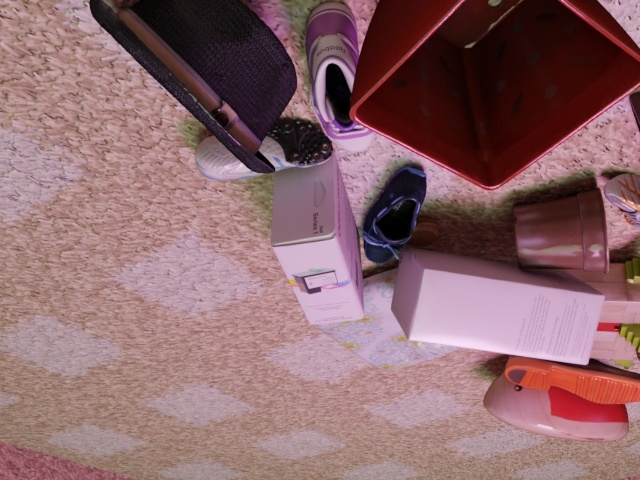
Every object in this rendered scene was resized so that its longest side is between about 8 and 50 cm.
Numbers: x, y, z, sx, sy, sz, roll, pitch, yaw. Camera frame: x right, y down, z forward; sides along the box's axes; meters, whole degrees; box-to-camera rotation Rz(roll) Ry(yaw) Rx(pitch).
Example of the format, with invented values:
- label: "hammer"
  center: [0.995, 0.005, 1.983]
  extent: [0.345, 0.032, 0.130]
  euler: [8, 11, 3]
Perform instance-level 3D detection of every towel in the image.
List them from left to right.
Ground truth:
- label: "towel"
  center: [0.188, 0.194, 1.672]
  extent: [0.320, 0.090, 0.374]
  euler: [-23, 139, 25]

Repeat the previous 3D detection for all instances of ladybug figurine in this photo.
- label: "ladybug figurine"
  center: [0.669, 0.443, 1.931]
  extent: [0.448, 0.162, 0.305]
  euler: [11, -177, -23]

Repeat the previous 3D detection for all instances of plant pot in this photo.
- label: "plant pot"
  center: [0.212, -0.269, 0.903]
  extent: [0.267, 0.236, 0.267]
  euler: [22, 138, -29]
- label: "plant pot"
  center: [0.465, -0.011, 1.353]
  extent: [0.165, 0.167, 0.167]
  euler: [-6, 145, 18]

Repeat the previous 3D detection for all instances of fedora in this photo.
- label: "fedora"
  center: [-0.146, -0.248, 0.950]
  extent: [0.152, 0.334, 0.334]
  euler: [-46, 135, 0]

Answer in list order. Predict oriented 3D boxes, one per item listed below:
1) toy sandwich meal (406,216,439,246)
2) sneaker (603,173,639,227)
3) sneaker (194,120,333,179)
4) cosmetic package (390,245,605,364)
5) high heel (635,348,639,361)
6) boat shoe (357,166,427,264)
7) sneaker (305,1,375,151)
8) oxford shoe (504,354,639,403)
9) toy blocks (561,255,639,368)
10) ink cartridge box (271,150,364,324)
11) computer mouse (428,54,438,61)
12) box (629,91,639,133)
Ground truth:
- label: "toy sandwich meal"
  center: [0.206, -0.017, 1.432]
  extent: [0.085, 0.029, 0.086]
  euler: [-1, 147, 0]
- label: "sneaker"
  center: [0.622, -0.063, 1.347]
  extent: [0.214, 0.084, 0.083]
  euler: [17, 145, -26]
- label: "sneaker"
  center: [-0.097, -0.151, 1.194]
  extent: [0.237, 0.085, 0.086]
  euler: [-6, 171, -1]
- label: "cosmetic package"
  center: [0.343, 0.124, 1.392]
  extent: [0.365, 0.197, 0.155]
  euler: [8, 102, -5]
- label: "high heel"
  center: [0.858, 0.205, 1.647]
  extent: [0.261, 0.093, 0.186]
  euler: [-26, 171, -45]
- label: "boat shoe"
  center: [0.130, -0.031, 1.344]
  extent: [0.108, 0.089, 0.258]
  euler: [12, 140, 1]
- label: "sneaker"
  center: [0.031, -0.198, 1.058]
  extent: [0.102, 0.161, 0.282]
  euler: [-11, 145, 10]
- label: "oxford shoe"
  center: [0.664, 0.319, 1.769]
  extent: [0.363, 0.133, 0.130]
  euler: [11, 141, 14]
- label: "toy blocks"
  center: [0.603, 0.167, 1.613]
  extent: [0.260, 0.191, 0.381]
  euler: [1, 146, 16]
- label: "ink cartridge box"
  center: [0.000, 0.000, 1.292]
  extent: [0.117, 0.202, 0.278]
  euler: [-8, 144, 10]
- label: "computer mouse"
  center: [0.152, -0.239, 1.111]
  extent: [0.105, 0.042, 0.193]
  euler: [3, 150, 0]
- label: "box"
  center: [0.637, -0.153, 1.147]
  extent: [0.168, 0.167, 0.203]
  euler: [-20, 140, 24]
